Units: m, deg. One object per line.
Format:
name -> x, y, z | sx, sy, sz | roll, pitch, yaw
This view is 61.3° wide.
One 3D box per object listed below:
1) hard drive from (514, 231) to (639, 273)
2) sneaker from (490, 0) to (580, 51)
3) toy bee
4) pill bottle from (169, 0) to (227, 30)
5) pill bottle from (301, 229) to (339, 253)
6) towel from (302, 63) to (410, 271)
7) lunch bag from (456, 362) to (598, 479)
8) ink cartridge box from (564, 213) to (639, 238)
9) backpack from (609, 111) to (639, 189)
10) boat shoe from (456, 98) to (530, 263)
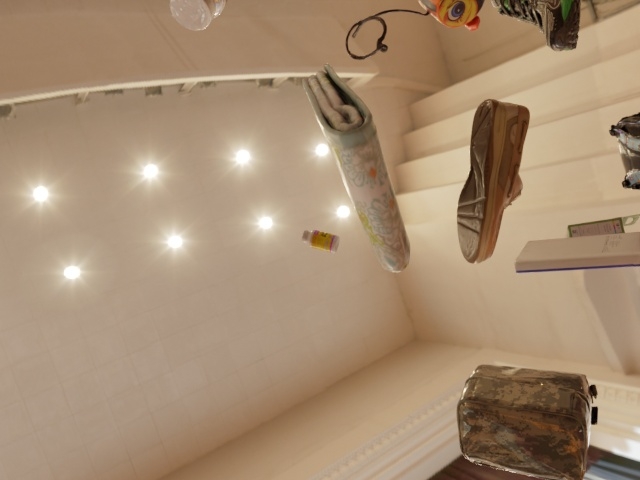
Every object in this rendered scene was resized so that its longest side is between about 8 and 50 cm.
hard drive -> 0.731, 0.033, 1.512 | 0.210, 0.319, 0.040 | -30, -70, -54
sneaker -> 0.429, -0.483, 1.101 | 0.343, 0.146, 0.134 | -92, -16, -44
toy bee -> 0.179, -0.360, 0.712 | 0.162, 0.298, 0.195 | 9, -120, -47
pill bottle -> -0.277, -0.617, 1.309 | 0.121, 0.121, 0.221 | 33, -129, -23
pill bottle -> 0.000, 0.000, 1.265 | 0.083, 0.043, 0.043 | 15, -103, 14
towel -> 0.077, -0.160, 1.096 | 0.090, 0.374, 0.320 | -23, -55, 5
lunch bag -> 0.511, 0.417, 1.332 | 0.256, 0.305, 0.212 | -43, -53, -54
ink cartridge box -> 0.884, -0.021, 1.690 | 0.109, 0.209, 0.062 | 43, -140, -63
backpack -> 0.661, -0.172, 1.038 | 0.117, 0.173, 0.158 | -19, -79, 3
boat shoe -> 0.369, -0.115, 1.124 | 0.110, 0.121, 0.341 | 5, -80, -14
